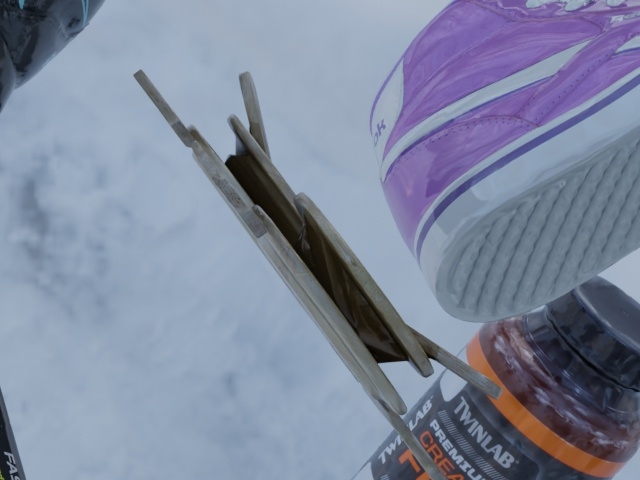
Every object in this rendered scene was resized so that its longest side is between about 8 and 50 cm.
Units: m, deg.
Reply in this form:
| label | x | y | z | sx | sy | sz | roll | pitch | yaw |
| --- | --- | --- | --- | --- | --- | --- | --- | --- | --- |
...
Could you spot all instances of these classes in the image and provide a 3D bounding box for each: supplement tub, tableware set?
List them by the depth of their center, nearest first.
| label | x | y | z | sx | sy | sz | roll | pitch | yaw |
| --- | --- | --- | --- | --- | --- | --- | --- | --- | --- |
| tableware set | 0.000 | 0.000 | 0.713 | 0.039 | 0.128 | 0.194 | -36 | 24 | -2 |
| supplement tub | 0.097 | 0.109 | 1.043 | 0.106 | 0.198 | 0.106 | 32 | 21 | -14 |

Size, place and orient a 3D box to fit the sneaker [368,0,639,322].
| label | x | y | z | sx | sy | sz | roll | pitch | yaw |
| --- | --- | --- | --- | --- | --- | --- | --- | --- | --- |
| sneaker | 0.151 | -0.091 | 0.901 | 0.282 | 0.102 | 0.161 | -24 | 44 | 2 |

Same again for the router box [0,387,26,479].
| label | x | y | z | sx | sy | sz | roll | pitch | yaw |
| --- | --- | --- | --- | --- | --- | --- | --- | --- | --- |
| router box | -0.156 | 0.090 | 0.727 | 0.038 | 0.092 | 0.122 | 25 | 36 | -52 |

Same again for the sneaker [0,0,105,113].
| label | x | y | z | sx | sy | sz | roll | pitch | yaw |
| --- | --- | --- | --- | --- | --- | --- | --- | --- | --- |
| sneaker | -0.160 | -0.178 | 0.818 | 0.106 | 0.267 | 0.101 | -34 | 45 | -22 |
